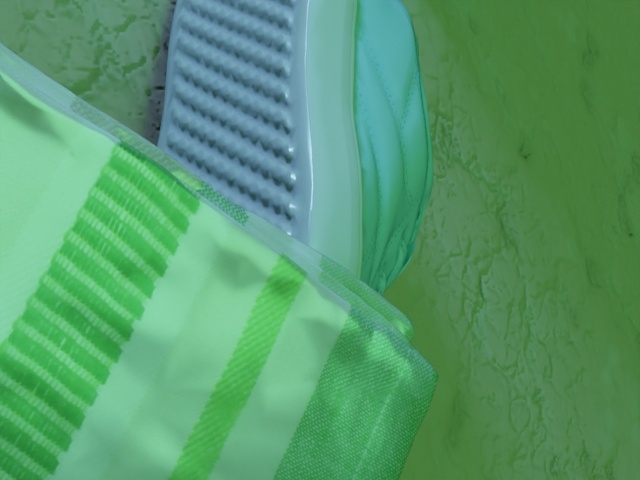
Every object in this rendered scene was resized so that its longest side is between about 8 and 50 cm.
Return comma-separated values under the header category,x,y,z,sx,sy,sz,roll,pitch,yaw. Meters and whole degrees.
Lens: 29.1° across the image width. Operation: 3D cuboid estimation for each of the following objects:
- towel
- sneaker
category,x,y,z,sx,sy,sz,roll,pitch,yaw
towel,-0.127,0.056,0.372,0.325,0.038,0.248,36,69,-23
sneaker,0.000,0.000,0.586,0.150,0.135,0.366,34,53,-38
